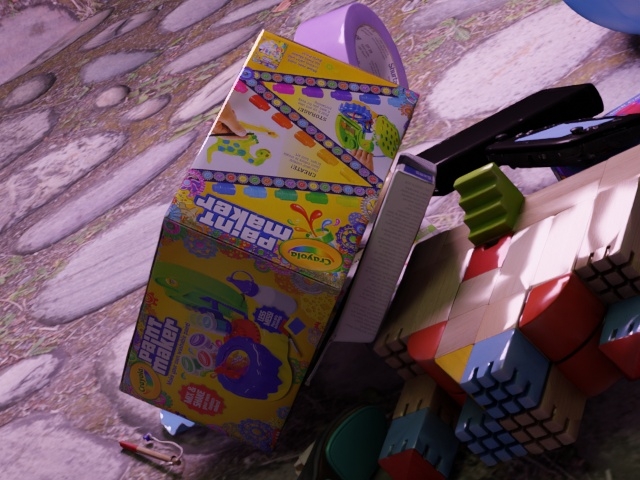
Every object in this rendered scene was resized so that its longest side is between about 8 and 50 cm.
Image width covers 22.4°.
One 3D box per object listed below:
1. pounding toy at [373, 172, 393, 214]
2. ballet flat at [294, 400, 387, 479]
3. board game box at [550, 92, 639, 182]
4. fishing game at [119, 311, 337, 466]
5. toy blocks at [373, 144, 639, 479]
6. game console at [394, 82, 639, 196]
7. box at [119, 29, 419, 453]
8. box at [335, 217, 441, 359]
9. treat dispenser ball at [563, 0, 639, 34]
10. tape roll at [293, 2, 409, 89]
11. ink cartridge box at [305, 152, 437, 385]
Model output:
[{"bbox_3d":[0.000,0.000,1.882,0.237,0.110,0.183,-7,-13,8],"label":"pounding toy"},{"bbox_3d":[-0.002,0.224,1.486,0.074,0.074,0.203,-13,30,33],"label":"ballet flat"},{"bbox_3d":[0.411,-0.135,1.642,0.347,0.078,0.233,-32,9,4],"label":"board game box"},{"bbox_3d":[-0.101,0.149,1.785,0.264,0.041,0.189,-40,23,-24],"label":"fishing game"},{"bbox_3d":[0.182,0.077,1.427,0.381,0.191,0.261,-26,29,41],"label":"toy blocks"},{"bbox_3d":[0.229,-0.110,1.678,0.213,0.044,0.361,-28,10,-16],"label":"game console"},{"bbox_3d":[-0.055,0.003,1.619,0.290,0.177,0.279,112,-178,-50],"label":"box"},{"bbox_3d":[0.088,0.047,1.779,0.145,0.038,0.186,-31,22,-4],"label":"box"},{"bbox_3d":[0.407,-0.402,2.015,0.288,0.288,0.288,-24,24,11],"label":"treat dispenser ball"},{"bbox_3d":[0.044,-0.220,2.178,0.080,0.189,0.189,-17,26,25],"label":"tape roll"},{"bbox_3d":[0.055,0.029,1.593,0.223,0.045,0.224,-61,-6,-81],"label":"ink cartridge box"}]
